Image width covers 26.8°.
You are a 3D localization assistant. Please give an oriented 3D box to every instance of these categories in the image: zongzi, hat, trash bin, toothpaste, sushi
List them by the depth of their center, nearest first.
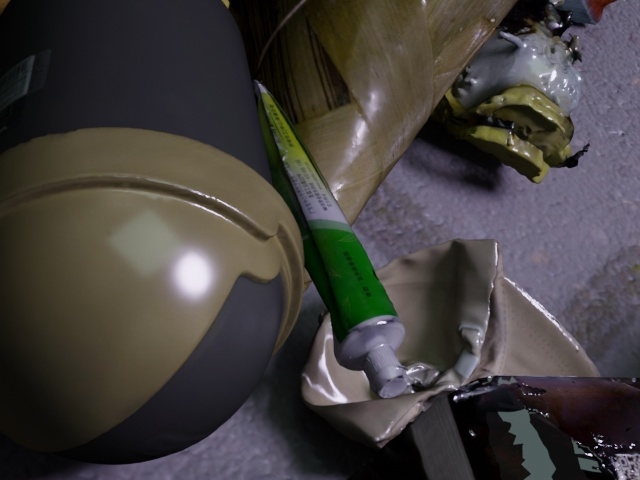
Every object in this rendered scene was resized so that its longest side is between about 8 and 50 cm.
[{"bbox_3d":[-0.121,-0.011,0.809,0.214,0.214,0.334,12,37,-19],"label":"trash bin"},{"bbox_3d":[0.000,0.000,0.886,0.047,0.078,0.248,-19,55,-9],"label":"toothpaste"},{"bbox_3d":[0.089,0.109,0.919,0.144,0.173,0.166,12,55,45],"label":"hat"},{"bbox_3d":[0.071,-0.131,0.995,0.145,0.274,0.300,35,37,-41],"label":"zongzi"},{"bbox_3d":[0.143,-0.169,1.154,0.139,0.131,0.291,24,42,-24],"label":"sushi"}]

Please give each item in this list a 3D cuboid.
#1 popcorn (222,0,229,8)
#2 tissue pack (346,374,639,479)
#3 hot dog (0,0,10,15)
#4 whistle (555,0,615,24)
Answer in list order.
[{"bbox_3d":[-0.129,-0.150,0.992,0.145,0.126,0.126,24,76,-1],"label":"popcorn"},{"bbox_3d":[0.152,0.257,0.689,0.210,0.198,0.370,3,54,-24],"label":"tissue pack"},{"bbox_3d":[-0.153,-0.316,1.092,0.405,0.185,0.223,-10,57,-35],"label":"hot dog"},{"bbox_3d":[0.229,-0.306,1.269,0.134,0.142,0.346,15,-2,23],"label":"whistle"}]
